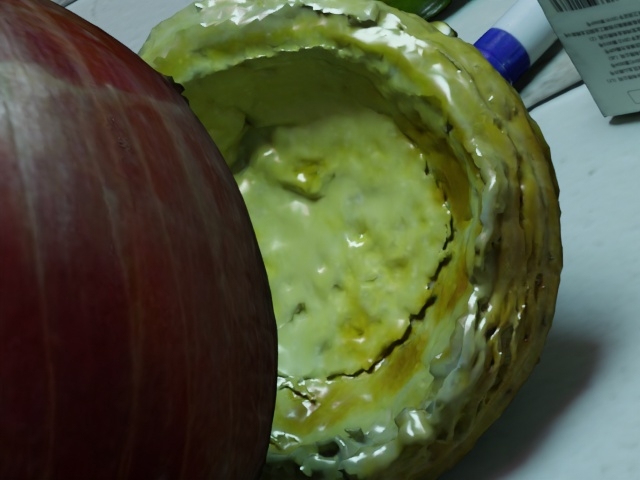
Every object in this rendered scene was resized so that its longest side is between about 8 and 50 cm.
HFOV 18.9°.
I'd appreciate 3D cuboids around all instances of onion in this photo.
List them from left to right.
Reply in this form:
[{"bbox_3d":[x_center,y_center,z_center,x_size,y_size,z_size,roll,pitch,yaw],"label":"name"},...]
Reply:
[{"bbox_3d":[-0.180,0.053,0.632,0.353,0.354,0.354,-27,28,15],"label":"onion"}]

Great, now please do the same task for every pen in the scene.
[{"bbox_3d":[0.143,-0.144,0.984,0.269,0.033,0.033,-45,29,-20],"label":"pen"}]

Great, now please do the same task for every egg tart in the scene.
[{"bbox_3d":[0.001,0.001,0.769,0.212,0.213,0.090,-24,-12,19],"label":"egg tart"}]

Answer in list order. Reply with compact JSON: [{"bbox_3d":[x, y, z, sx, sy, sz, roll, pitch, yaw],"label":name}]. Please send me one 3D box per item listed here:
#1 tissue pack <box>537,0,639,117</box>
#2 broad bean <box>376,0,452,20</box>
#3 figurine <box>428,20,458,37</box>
[{"bbox_3d":[0.178,-0.128,0.837,0.148,0.106,0.099,-7,38,41],"label":"tissue pack"},{"bbox_3d":[0.113,-0.182,1.066,0.256,0.052,0.053,-33,-15,9],"label":"broad bean"},{"bbox_3d":[-0.036,-0.029,0.916,0.234,0.127,0.185,-48,22,-2],"label":"figurine"}]
